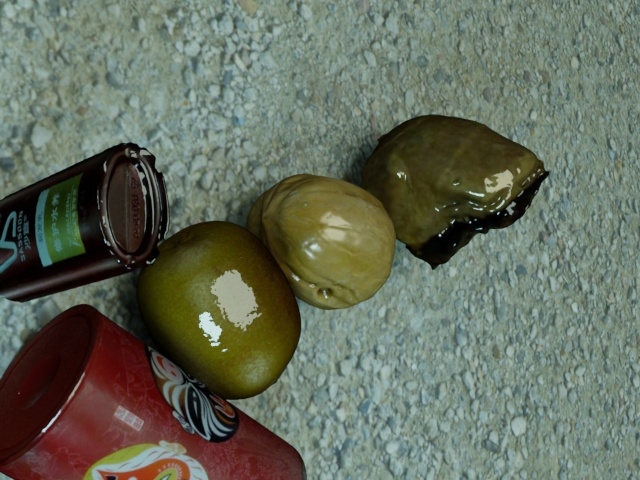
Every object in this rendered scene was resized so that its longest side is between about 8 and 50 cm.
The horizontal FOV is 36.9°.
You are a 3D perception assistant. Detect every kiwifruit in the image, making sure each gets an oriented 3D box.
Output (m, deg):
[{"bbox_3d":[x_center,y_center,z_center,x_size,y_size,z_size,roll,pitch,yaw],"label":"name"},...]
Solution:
[{"bbox_3d":[-0.124,0.094,1.231,0.234,0.196,0.196,56,49,-21],"label":"kiwifruit"}]

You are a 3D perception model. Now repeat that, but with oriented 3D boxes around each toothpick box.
[{"bbox_3d":[-0.199,0.246,1.117,0.333,0.204,0.204,42,55,-28],"label":"toothpick box"}]

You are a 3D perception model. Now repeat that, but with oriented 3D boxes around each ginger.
[{"bbox_3d":[0.196,-0.104,1.527,0.223,0.269,0.200,46,35,-7],"label":"ginger"}]

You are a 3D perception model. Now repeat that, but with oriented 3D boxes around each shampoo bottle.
[{"bbox_3d":[-0.283,-0.006,1.011,0.084,0.323,0.129,4,79,-43],"label":"shampoo bottle"}]

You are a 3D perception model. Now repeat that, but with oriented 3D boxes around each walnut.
[{"bbox_3d":[0.000,0.000,1.366,0.222,0.195,0.195,25,64,-42],"label":"walnut"}]
